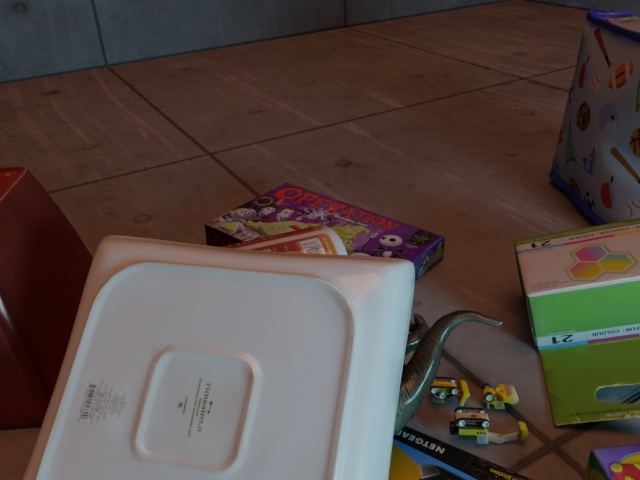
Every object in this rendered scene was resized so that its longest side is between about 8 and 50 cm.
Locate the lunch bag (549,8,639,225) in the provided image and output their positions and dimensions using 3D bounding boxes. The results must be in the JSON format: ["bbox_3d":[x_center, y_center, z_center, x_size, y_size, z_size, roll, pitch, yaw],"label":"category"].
[{"bbox_3d":[0.563,-0.169,0.966,0.238,0.328,0.385,-1,28,-1],"label":"lunch bag"}]

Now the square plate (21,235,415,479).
[{"bbox_3d":[-0.105,0.157,0.546,0.344,0.049,0.347,5,67,13],"label":"square plate"}]

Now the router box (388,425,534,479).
[{"bbox_3d":[0.115,0.253,0.551,0.179,0.046,0.133,15,35,28],"label":"router box"}]

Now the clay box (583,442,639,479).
[{"bbox_3d":[0.333,0.268,0.503,0.127,0.053,0.222,-6,30,-4],"label":"clay box"}]

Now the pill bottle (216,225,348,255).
[{"bbox_3d":[-0.079,0.060,0.700,0.216,0.121,0.121,-12,32,-16],"label":"pill bottle"}]

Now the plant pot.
[{"bbox_3d":[-0.444,0.055,0.751,0.267,0.236,0.267,-4,31,-2],"label":"plant pot"}]

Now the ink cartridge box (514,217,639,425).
[{"bbox_3d":[0.349,0.086,0.730,0.188,0.097,0.255,-11,27,16],"label":"ink cartridge box"}]

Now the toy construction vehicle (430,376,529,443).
[{"bbox_3d":[0.173,0.189,0.677,0.098,0.035,0.086,1,19,2],"label":"toy construction vehicle"}]

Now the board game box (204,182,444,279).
[{"bbox_3d":[0.000,0.000,0.998,0.346,0.056,0.208,21,34,35],"label":"board game box"}]

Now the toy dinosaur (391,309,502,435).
[{"bbox_3d":[0.039,0.158,0.617,0.313,0.121,0.160,-14,24,26],"label":"toy dinosaur"}]
